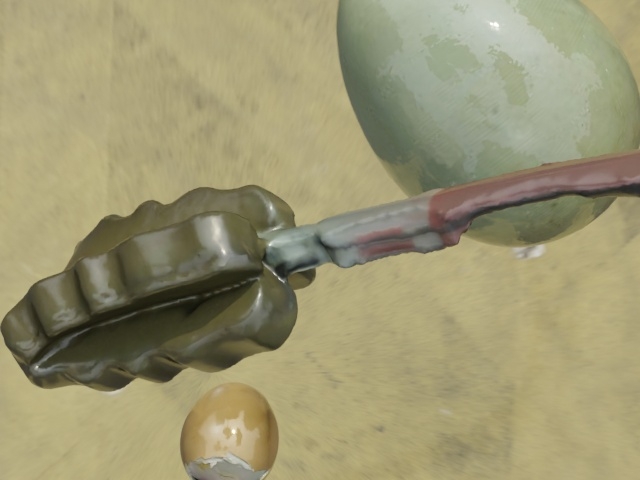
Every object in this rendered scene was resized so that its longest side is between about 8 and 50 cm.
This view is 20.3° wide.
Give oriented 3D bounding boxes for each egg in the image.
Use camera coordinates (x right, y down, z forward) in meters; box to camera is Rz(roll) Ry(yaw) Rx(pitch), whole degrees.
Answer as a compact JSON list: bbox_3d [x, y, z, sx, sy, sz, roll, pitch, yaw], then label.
[{"bbox_3d":[-0.071,0.155,1.430,0.080,0.080,0.096,14,51,-2],"label":"egg"},{"bbox_3d":[0.135,-0.128,1.495,0.295,0.218,0.218,44,85,-9],"label":"egg"}]

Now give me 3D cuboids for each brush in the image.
[{"bbox_3d":[0.000,0.000,0.735,0.301,0.084,0.071,-14,117,30],"label":"brush"}]
